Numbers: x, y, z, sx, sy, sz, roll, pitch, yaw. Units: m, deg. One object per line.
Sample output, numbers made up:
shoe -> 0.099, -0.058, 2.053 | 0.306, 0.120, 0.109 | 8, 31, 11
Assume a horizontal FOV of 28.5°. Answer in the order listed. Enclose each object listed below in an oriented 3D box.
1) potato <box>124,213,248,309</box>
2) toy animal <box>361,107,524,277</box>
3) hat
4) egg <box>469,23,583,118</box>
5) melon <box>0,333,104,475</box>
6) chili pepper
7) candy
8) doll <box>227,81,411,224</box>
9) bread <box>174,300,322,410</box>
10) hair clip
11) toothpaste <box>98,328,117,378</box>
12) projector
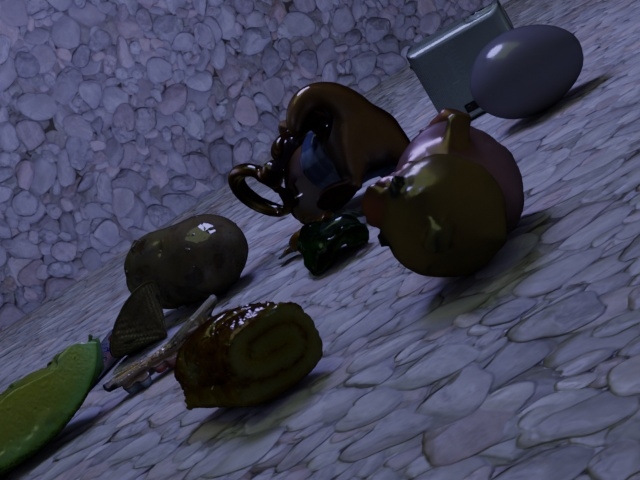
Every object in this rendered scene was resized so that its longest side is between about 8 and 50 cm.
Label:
potato -> -0.230, 0.039, 2.210 | 0.262, 0.165, 0.165 | -17, 16, 34
toy animal -> 0.147, -0.041, 1.461 | 0.169, 0.195, 0.281 | 15, 22, 15
hat -> -0.283, 0.145, 2.097 | 0.146, 0.067, 0.146 | -56, -18, -28
egg -> 0.342, -0.282, 2.096 | 0.198, 0.146, 0.146 | -24, 10, 1
melon -> -0.443, 0.259, 1.809 | 0.323, 0.124, 0.196 | -26, 10, -9
chili pepper -> 0.002, 0.003, 1.941 | 0.108, 0.062, 0.216 | -33, 8, -14
candy -> -0.003, -0.015, 2.083 | 0.182, 0.046, 0.053 | -29, 8, 25
doll -> 0.022, -0.133, 2.187 | 0.340, 0.318, 0.209 | 156, 128, -72
bread -> -0.087, 0.129, 1.431 | 0.132, 0.103, 0.172 | -32, 6, -26
hair clip -> -0.218, 0.162, 1.840 | 0.214, 0.056, 0.062 | -40, 27, -6
toothpaste -> -0.370, 0.204, 2.118 | 0.067, 0.043, 0.194 | -22, 18, 28
projector -> 0.308, -0.350, 2.462 | 0.242, 0.177, 0.163 | -27, 12, 16
